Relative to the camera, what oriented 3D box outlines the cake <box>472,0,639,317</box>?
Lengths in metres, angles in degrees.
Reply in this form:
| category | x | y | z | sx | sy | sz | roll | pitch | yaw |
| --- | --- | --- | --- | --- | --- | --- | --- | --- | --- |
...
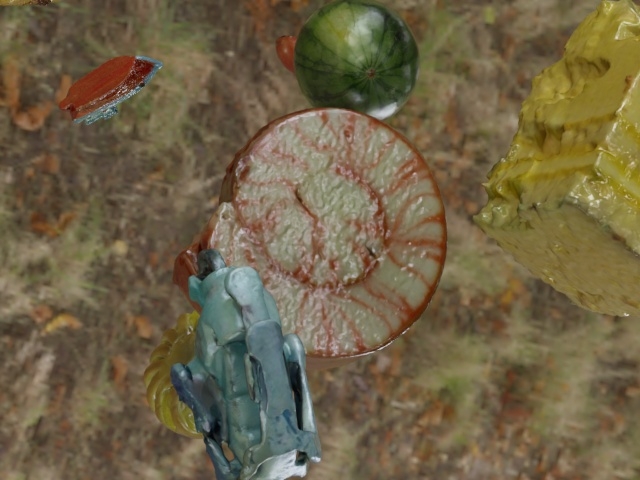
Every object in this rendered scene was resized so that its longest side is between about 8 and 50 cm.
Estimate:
| category | x | y | z | sx | sy | sz | roll | pitch | yaw |
| --- | --- | --- | --- | --- | --- | --- | --- | --- | --- |
| cake | 0.329 | -0.089 | 1.307 | 0.227 | 0.222 | 0.286 | 36 | 74 | -20 |

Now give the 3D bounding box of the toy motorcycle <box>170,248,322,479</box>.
| category | x | y | z | sx | sy | sz | roll | pitch | yaw |
| --- | --- | --- | --- | --- | --- | --- | --- | --- | --- |
| toy motorcycle | -0.081 | 0.142 | 1.383 | 0.154 | 0.206 | 0.260 | -14 | 101 | -17 |

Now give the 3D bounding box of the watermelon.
| category | x | y | z | sx | sy | sz | roll | pitch | yaw |
| --- | --- | --- | --- | --- | --- | --- | --- | --- | --- |
| watermelon | 0.052 | -0.265 | 1.870 | 0.215 | 0.188 | 0.188 | -115 | -154 | -68 |

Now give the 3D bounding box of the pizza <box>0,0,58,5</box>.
| category | x | y | z | sx | sy | sz | roll | pitch | yaw |
| --- | --- | --- | --- | --- | --- | --- | --- | --- | --- |
| pizza | -0.308 | -0.394 | 1.454 | 0.335 | 0.086 | 0.226 | -36 | 115 | -32 |

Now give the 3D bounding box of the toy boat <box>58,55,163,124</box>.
| category | x | y | z | sx | sy | sz | roll | pitch | yaw |
| --- | --- | --- | --- | --- | --- | --- | --- | --- | --- |
| toy boat | -0.325 | -0.238 | 1.984 | 0.059 | 0.173 | 0.069 | 38 | 25 | -56 |

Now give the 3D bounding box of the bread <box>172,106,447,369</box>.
| category | x | y | z | sx | sy | sz | roll | pitch | yaw |
| --- | --- | --- | --- | --- | --- | --- | --- | --- | --- |
| bread | 0.004 | -0.001 | 1.567 | 0.328 | 0.295 | 0.114 | -62 | -172 | -18 |

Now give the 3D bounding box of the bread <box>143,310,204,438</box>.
| category | x | y | z | sx | sy | sz | roll | pitch | yaw |
| --- | --- | --- | --- | --- | --- | --- | --- | --- | --- |
| bread | -0.187 | 0.204 | 2.009 | 0.213 | 0.213 | 0.105 | -70 | 156 | -16 |

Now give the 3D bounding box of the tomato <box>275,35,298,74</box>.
| category | x | y | z | sx | sy | sz | roll | pitch | yaw |
| --- | --- | --- | --- | --- | --- | --- | --- | --- | --- |
| tomato | -0.002 | -0.312 | 2.205 | 0.155 | 0.155 | 0.069 | -1 | 94 | -64 |
